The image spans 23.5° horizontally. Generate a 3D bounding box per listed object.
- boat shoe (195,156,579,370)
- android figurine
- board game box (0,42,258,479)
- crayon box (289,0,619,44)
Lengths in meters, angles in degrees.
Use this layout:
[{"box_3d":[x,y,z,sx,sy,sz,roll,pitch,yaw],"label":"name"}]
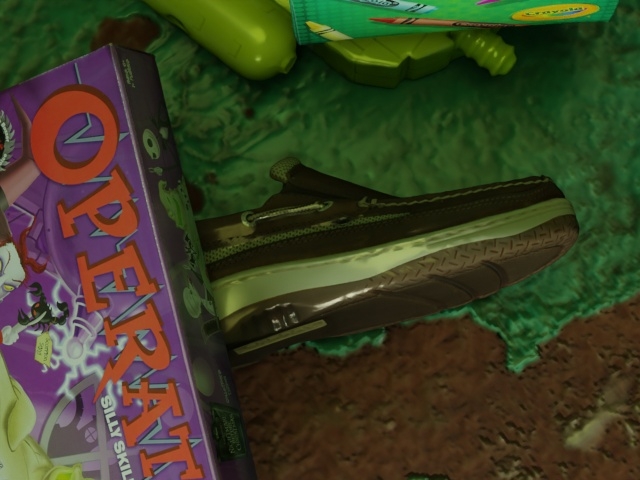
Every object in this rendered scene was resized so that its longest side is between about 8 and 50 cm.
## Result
[{"box_3d":[-0.001,-0.002,0.788,0.257,0.095,0.095,-16,73,-3],"label":"boat shoe"},{"box_3d":[0.014,-0.196,0.845,0.273,0.056,0.248,39,81,9],"label":"android figurine"},{"box_3d":[-0.134,0.102,0.746,0.208,0.056,0.347,-19,78,20],"label":"board game box"},{"box_3d":[0.058,-0.247,0.782,0.165,0.081,0.278,-4,78,2],"label":"crayon box"}]
